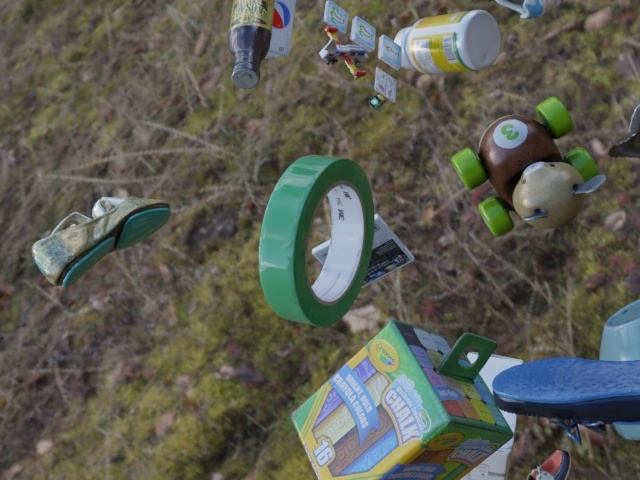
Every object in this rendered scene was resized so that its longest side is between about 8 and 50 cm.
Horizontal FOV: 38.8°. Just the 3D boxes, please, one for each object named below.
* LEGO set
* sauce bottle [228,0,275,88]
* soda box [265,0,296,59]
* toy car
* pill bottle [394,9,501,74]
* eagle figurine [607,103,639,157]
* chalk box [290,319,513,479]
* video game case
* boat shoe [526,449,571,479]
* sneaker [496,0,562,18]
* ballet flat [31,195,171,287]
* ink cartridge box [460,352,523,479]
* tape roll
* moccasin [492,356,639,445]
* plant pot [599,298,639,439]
[{"bbox_3d":[0.085,-0.350,1.689,0.060,0.183,0.244,-44,26,38],"label":"LEGO set"},{"bbox_3d":[-0.065,-0.196,0.856,0.042,0.042,0.128,-20,49,24],"label":"sauce bottle"},{"bbox_3d":[-0.094,-0.460,1.737,0.069,0.074,0.216,2,84,57],"label":"soda box"},{"bbox_3d":[0.268,-0.073,1.107,0.155,0.148,0.188,-31,16,6],"label":"toy car"},{"bbox_3d":[0.250,-0.397,1.838,0.208,0.117,0.117,6,58,50],"label":"pill bottle"},{"bbox_3d":[0.806,-0.269,2.141,0.227,0.225,0.298,-13,21,0],"label":"eagle figurine"},{"bbox_3d":[0.135,0.242,1.281,0.289,0.180,0.179,-45,50,22],"label":"chalk box"},{"bbox_3d":[0.105,0.035,2.218,0.190,0.173,0.022,-29,37,19],"label":"video game case"},{"bbox_3d":[0.354,0.393,1.467,0.137,0.043,0.049,-55,19,1],"label":"boat shoe"},{"bbox_3d":[0.363,-0.519,1.764,0.092,0.087,0.228,-31,61,-18],"label":"sneaker"},{"bbox_3d":[-0.441,-0.025,1.831,0.123,0.123,0.348,-8,20,35],"label":"ballet flat"},{"bbox_3d":[0.342,0.386,1.875,0.117,0.283,0.207,8,57,13],"label":"ink cartridge box"},{"bbox_3d":[0.000,0.000,1.718,0.077,0.321,0.321,9,59,29],"label":"tape roll"},{"bbox_3d":[0.451,0.269,1.469,0.342,0.116,0.137,-2,29,26],"label":"moccasin"},{"bbox_3d":[0.642,0.213,1.705,0.290,0.195,0.290,-30,1,0],"label":"plant pot"}]
